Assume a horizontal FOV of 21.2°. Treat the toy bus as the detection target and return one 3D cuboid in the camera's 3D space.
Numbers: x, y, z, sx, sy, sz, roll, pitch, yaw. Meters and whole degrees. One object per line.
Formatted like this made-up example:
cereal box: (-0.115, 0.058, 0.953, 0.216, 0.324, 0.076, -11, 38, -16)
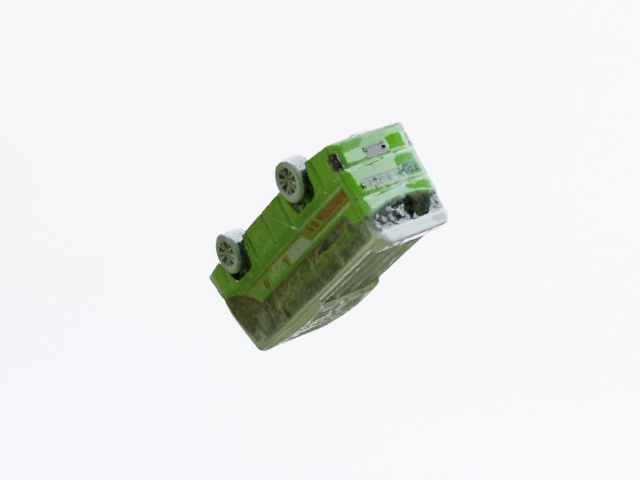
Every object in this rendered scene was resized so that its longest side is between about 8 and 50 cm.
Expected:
toy bus: (0.000, 0.000, 0.462, 0.031, 0.037, 0.083, -22, -15, -34)
